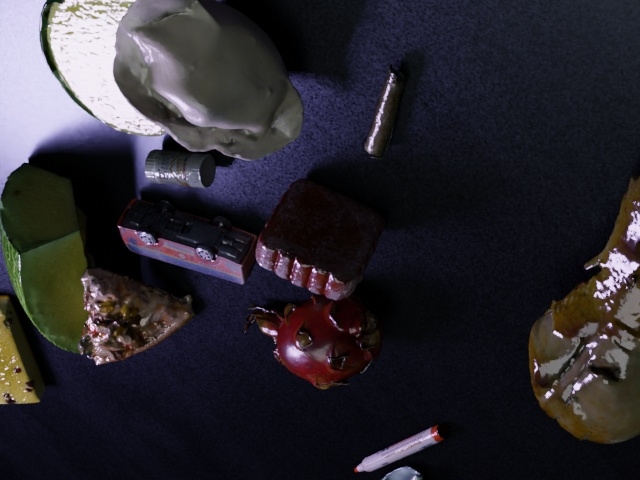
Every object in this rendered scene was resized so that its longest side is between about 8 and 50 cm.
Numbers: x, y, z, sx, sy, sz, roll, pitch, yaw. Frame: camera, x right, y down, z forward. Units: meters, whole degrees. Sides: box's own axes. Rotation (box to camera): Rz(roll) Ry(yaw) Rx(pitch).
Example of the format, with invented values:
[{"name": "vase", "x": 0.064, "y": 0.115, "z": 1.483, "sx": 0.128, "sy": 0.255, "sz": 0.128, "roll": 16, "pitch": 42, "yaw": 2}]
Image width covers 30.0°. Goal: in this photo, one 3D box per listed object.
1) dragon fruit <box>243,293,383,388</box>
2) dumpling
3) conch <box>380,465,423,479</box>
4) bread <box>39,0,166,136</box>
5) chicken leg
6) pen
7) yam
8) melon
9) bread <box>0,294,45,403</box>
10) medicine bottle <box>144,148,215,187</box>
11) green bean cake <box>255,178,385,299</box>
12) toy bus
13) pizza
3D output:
[{"name": "dragon fruit", "x": -0.019, "y": 0.128, "z": 1.652, "sx": 0.246, "sy": 0.125, "sz": 0.125, "roll": 13, "pitch": 152, "yaw": 41}, {"name": "dumpling", "x": -0.125, "y": -0.184, "z": 1.359, "sx": 0.162, "sy": 0.132, "sz": 0.250, "roll": -46, "pitch": 117, "yaw": 9}, {"name": "conch", "x": 0.135, "y": 0.412, "z": 1.875, "sx": 0.065, "sy": 0.088, "sz": 0.180, "roll": -12, "pitch": 131, "yaw": -19}, {"name": "bread", "x": -0.245, "y": -0.227, "z": 1.476, "sx": 0.228, "sy": 0.033, "sz": 0.229, "roll": 14, "pitch": 134, "yaw": 15}, {"name": "chicken leg", "x": 0.358, "y": 0.078, "z": 1.379, "sx": 0.201, "sy": 0.153, "sz": 0.429, "roll": 11, "pitch": 129, "yaw": 2}, {"name": "pen", "x": 0.118, "y": 0.320, "z": 1.814, "sx": 0.026, "sy": 0.026, "sz": 0.218, "roll": 41, "pitch": 137, "yaw": -13}, {"name": "yam", "x": 0.078, "y": -0.148, "z": 1.377, "sx": 0.033, "sy": 0.027, "sz": 0.129, "roll": 57, "pitch": 151, "yaw": 30}, {"name": "melon", "x": -0.377, "y": 0.057, "z": 1.742, "sx": 0.124, "sy": 0.196, "sz": 0.324, "roll": -9, "pitch": 135, "yaw": 0}, {"name": "bread", "x": -0.535, "y": 0.187, "z": 2.012, "sx": 0.088, "sy": 0.049, "sz": 0.226, "roll": -2, "pitch": 131, "yaw": 11}, {"name": "medicine bottle", "x": -0.183, "y": -0.095, "z": 1.558, "sx": 0.083, "sy": 0.047, "sz": 0.047, "roll": 7, "pitch": 134, "yaw": 23}, {"name": "green bean cake", "x": 0.000, "y": 0.000, "z": 1.484, "sx": 0.135, "sy": 0.135, "sz": 0.056, "roll": 25, "pitch": 138, "yaw": 6}, {"name": "toy bus", "x": -0.181, "y": 0.002, "z": 1.640, "sx": 0.192, "sy": 0.065, "sz": 0.077, "roll": 16, "pitch": 144, "yaw": 15}, {"name": "pizza", "x": -0.286, "y": 0.103, "z": 1.724, "sx": 0.185, "sy": 0.052, "sz": 0.195, "roll": -29, "pitch": 138, "yaw": 3}]
